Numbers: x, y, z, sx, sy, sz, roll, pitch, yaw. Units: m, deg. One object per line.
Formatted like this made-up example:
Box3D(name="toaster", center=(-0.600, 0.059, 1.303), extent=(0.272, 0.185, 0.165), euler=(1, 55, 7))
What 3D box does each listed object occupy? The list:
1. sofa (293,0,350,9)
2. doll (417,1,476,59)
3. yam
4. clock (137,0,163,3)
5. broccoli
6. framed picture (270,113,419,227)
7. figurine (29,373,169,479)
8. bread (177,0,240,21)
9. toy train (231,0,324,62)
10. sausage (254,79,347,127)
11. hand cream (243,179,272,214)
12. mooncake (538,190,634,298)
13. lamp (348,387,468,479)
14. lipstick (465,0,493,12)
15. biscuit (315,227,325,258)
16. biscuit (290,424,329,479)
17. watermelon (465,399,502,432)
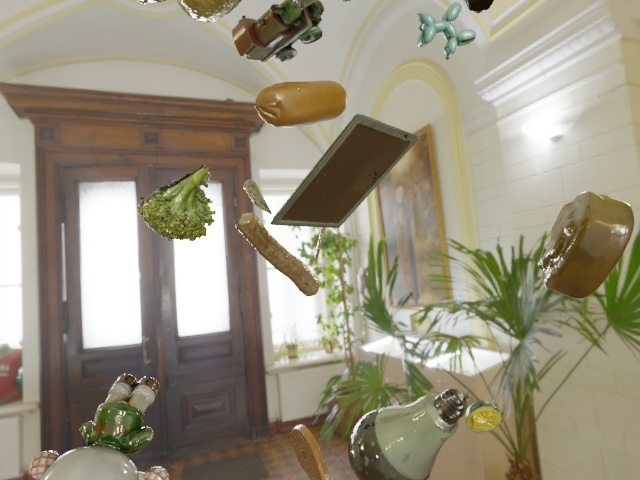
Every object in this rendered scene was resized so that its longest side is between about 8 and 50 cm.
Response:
Box3D(name="sofa", center=(-0.034, -0.761, 1.196), extent=(0.225, 0.210, 0.176), euler=(-40, 1, -11))
Box3D(name="doll", center=(0.357, -0.615, 1.241), extent=(0.158, 0.159, 0.059), euler=(-39, 11, -5))
Box3D(name="yam", center=(-0.106, 0.038, 1.084), extent=(0.066, 0.066, 0.300), euler=(-10, -45, 41))
Box3D(name="clock", center=(-0.357, -0.544, 0.794), extent=(0.243, 0.146, 0.200), euler=(32, -31, 24))
Box3D(name="broccoli", center=(-0.419, -0.091, 1.329), extent=(0.273, 0.180, 0.242), euler=(-29, -2, 15))
Box3D(name="framed picture", center=(0.048, -0.120, 0.826), extent=(0.216, 0.016, 0.273), euler=(2, -41, -50))
Box3D(name="figurine", center=(-0.451, 0.452, 0.885), extent=(0.281, 0.167, 0.370), euler=(10, 35, -2))
Box3D(name="bread", center=(-0.316, -0.741, 1.091), extent=(0.237, 0.320, 0.320), euler=(-37, -4, -4))
Box3D(name="toy train", center=(-0.138, -0.723, 1.443), extent=(0.304, 0.150, 0.221), euler=(-17, 2, 43))
Box3D(name="sausage", center=(-0.052, -0.420, 1.303), extent=(0.116, 0.134, 0.354), euler=(22, 33, 33))
Box3D(name="hand cream", center=(-0.171, -0.118, 1.127), extent=(0.057, 0.037, 0.165), euler=(28, 16, -37))
Box3D(name="mooncake", center=(0.570, 0.001, 0.922), extent=(0.117, 0.235, 0.235), euler=(24, 4, 19))
Box3D(name="lamp", center=(0.201, 0.421, 0.908), extent=(0.314, 0.182, 0.182), euler=(-40, -16, 15))
Box3D(name="lipstick", center=(0.332, -0.702, 1.015), extent=(0.077, 0.419, 0.077), euler=(-5, -28, -3))
Box3D(name="biscuit", center=(0.000, 0.000, 1.322), extent=(0.015, 0.120, 0.120), euler=(14, -6, 0))
Box3D(name="biscuit", center=(-0.032, 0.595, 1.185), extent=(0.028, 0.142, 0.220), euler=(-11, 9, -25))
Box3D(name="watermelon", center=(0.473, 0.510, 1.245), extent=(0.105, 0.106, 0.062), euler=(-5, 26, -2))
